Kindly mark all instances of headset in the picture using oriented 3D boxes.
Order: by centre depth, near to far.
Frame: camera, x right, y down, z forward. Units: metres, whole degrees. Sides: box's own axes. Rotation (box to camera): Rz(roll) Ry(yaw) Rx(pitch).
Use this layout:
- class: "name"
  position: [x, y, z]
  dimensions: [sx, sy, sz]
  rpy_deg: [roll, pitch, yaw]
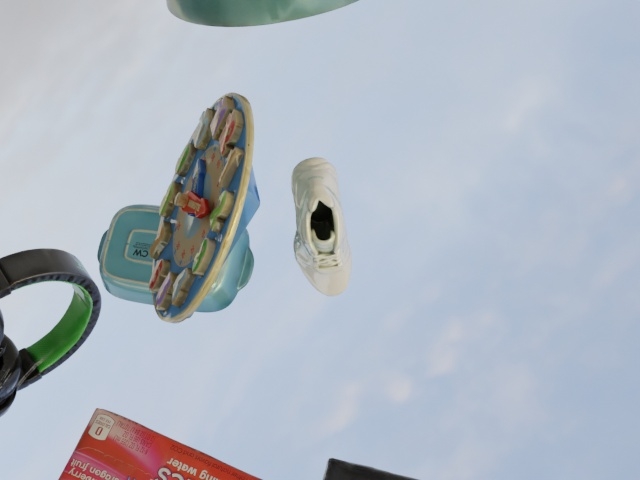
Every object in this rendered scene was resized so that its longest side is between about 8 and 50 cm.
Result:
- class: "headset"
  position: [-0.456, 0.165, 1.970]
  dimensions: [0.394, 0.243, 0.185]
  rpy_deg: [-28, -120, -15]

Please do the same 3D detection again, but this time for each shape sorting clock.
- class: "shape sorting clock"
  position: [-0.105, -0.030, 1.310]
  dimensions: [0.206, 0.040, 0.206]
  rpy_deg: [-47, -149, 41]

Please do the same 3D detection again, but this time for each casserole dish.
- class: "casserole dish"
  position: [-0.166, 0.015, 1.681]
  dimensions: [0.188, 0.037, 0.114]
  rpy_deg: [9, -105, 19]

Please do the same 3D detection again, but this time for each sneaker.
- class: "sneaker"
  position: [0.000, 0.000, 1.406]
  dimensions: [0.054, 0.152, 0.061]
  rpy_deg: [-10, -140, 0]

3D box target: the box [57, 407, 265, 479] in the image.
- class: "box"
  position: [-0.084, 0.248, 1.196]
  dimensions: [0.257, 0.122, 0.128]
  rpy_deg: [22, -109, 14]

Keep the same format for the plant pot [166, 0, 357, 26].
- class: "plant pot"
  position: [-0.062, -0.415, 1.794]
  dimensions: [0.293, 0.235, 0.293]
  rpy_deg: [-8, -152, 4]

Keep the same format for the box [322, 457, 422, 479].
- class: "box"
  position: [0.242, 0.453, 1.557]
  dimensions: [0.472, 0.480, 0.297]
  rpy_deg: [11, -106, 19]
